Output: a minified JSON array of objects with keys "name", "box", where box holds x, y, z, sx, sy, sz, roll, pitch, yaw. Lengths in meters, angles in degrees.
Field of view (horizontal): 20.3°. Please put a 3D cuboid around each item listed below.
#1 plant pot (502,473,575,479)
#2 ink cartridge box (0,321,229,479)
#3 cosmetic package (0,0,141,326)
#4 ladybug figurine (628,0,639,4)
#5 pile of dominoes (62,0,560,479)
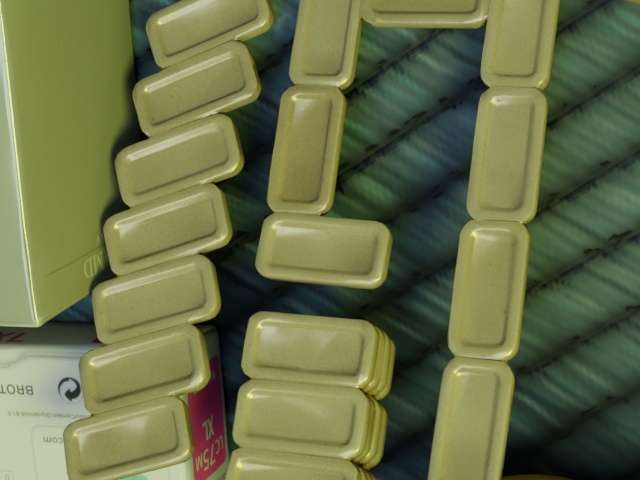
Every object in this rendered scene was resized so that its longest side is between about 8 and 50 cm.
[{"name":"plant pot","box":[0.114,0.219,0.702,0.254,0.239,0.254,-9,118,-18]},{"name":"ink cartridge box","box":[-0.131,0.194,0.900,0.186,0.065,0.311,0,102,21]},{"name":"cosmetic package","box":[-0.151,-0.089,0.795,0.107,0.127,0.238,-1,106,20]},{"name":"ladybug figurine","box":[0.193,-0.215,0.621,0.449,0.162,0.305,-1,104,19]},{"name":"pile of dominoes","box":[0.000,0.000,0.780,0.196,0.040,0.251,4,76,21]}]
